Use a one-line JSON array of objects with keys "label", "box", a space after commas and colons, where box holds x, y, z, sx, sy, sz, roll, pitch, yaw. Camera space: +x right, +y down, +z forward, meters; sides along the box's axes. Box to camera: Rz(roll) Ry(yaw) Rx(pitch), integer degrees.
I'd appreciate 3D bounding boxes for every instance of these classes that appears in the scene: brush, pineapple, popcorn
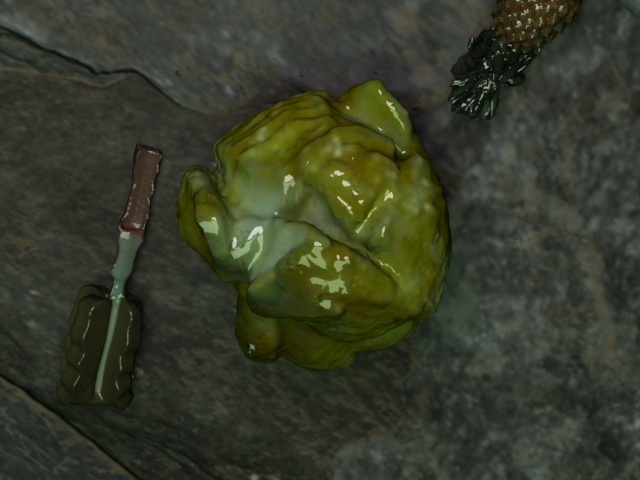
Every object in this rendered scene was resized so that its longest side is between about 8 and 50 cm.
[{"label": "brush", "box": [-0.209, 0.040, 1.431, 0.084, 0.071, 0.301, 10, 112, -14]}, {"label": "pineapple", "box": [0.168, -0.175, 1.241, 0.074, 0.074, 0.159, 30, 127, -7]}, {"label": "popcorn", "box": [0.006, 0.001, 1.274, 0.225, 0.276, 0.276, -32, 113, -13]}]

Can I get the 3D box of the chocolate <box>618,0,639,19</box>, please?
[{"label": "chocolate", "box": [0.265, -0.241, 1.183, 0.167, 0.072, 0.072, 35, 118, -7]}]
